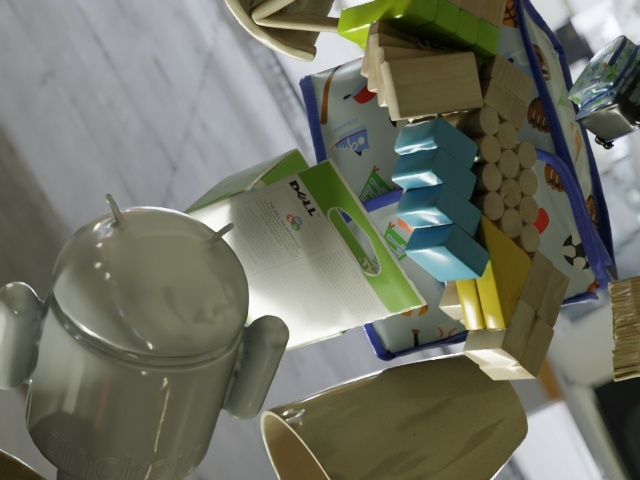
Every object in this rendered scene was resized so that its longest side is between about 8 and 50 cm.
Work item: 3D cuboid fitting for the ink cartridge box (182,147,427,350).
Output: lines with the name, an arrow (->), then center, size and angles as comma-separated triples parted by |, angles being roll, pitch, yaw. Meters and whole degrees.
ink cartridge box -> 0.000, 0.000, 1.733 | 0.097, 0.255, 0.189 | -44, -73, -41

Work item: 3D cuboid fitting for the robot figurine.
robot figurine -> -0.186, 0.112, 1.676 | 0.200, 0.300, 0.353 | -107, 28, -53

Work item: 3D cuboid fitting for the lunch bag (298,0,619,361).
lunch bag -> 0.177, -0.069, 2.061 | 0.239, 0.327, 0.385 | 31, -136, -60

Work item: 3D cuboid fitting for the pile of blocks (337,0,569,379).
pile of blocks -> 0.075, -0.074, 1.190 | 0.149, 0.112, 0.362 | -8, -91, -40

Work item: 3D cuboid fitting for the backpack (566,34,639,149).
backpack -> 0.328, -0.171, 1.759 | 0.084, 0.114, 0.105 | 43, 159, -6

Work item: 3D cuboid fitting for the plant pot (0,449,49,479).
plant pot -> -0.340, 0.373, 1.715 | 0.284, 0.191, 0.284 | 43, -176, -4

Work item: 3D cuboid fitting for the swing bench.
swing bench -> 0.037, -0.352, 2.007 | 0.253, 0.254, 0.165 | -69, -37, -48

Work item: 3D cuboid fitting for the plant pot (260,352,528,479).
plant pot -> 0.107, 0.254, 2.018 | 0.256, 0.274, 0.256 | 52, 160, 27

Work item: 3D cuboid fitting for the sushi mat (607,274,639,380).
sushi mat -> 0.427, 0.052, 1.559 | 0.151, 0.316, 0.019 | -75, -35, -55
